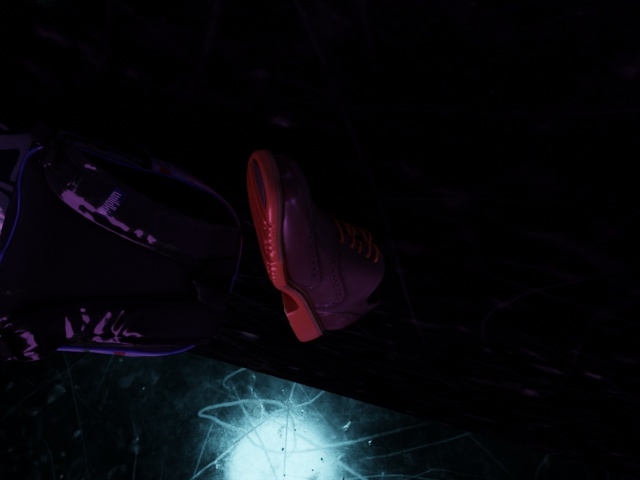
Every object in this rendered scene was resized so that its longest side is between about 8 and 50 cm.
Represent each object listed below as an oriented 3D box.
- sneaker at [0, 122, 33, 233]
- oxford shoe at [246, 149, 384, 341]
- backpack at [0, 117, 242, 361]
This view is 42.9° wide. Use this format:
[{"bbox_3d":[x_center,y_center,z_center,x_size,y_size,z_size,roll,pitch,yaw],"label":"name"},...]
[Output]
[{"bbox_3d":[-0.424,-0.126,0.995,0.094,0.153,0.235,-34,100,21],"label":"sneaker"},{"bbox_3d":[0.000,0.000,0.950,0.132,0.130,0.364,-15,153,1],"label":"oxford shoe"},{"bbox_3d":[-0.232,0.012,0.953,0.263,0.277,0.213,16,-164,-17],"label":"backpack"}]
